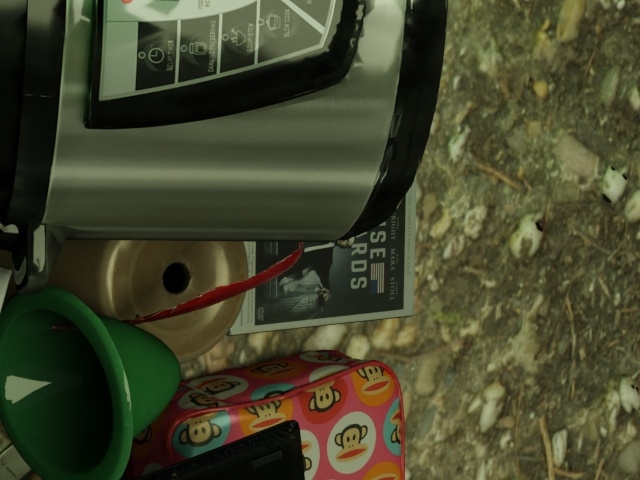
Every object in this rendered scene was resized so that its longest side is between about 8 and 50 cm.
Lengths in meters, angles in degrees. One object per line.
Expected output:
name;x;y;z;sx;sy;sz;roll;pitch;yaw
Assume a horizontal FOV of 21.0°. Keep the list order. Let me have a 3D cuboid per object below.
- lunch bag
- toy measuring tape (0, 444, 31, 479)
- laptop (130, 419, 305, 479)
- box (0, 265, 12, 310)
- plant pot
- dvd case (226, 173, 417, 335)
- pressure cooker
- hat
lunch bag;-0.048;0.256;1.734;0.293;0.120;0.258;-11;103;-35
toy measuring tape;-0.308;0.253;1.549;0.330;0.121;0.121;-39;117;-26
laptop;-0.218;0.370;1.527;0.382;0.236;0.407;-18;112;-34
box;-0.385;0.105;1.381;0.127;0.262;0.231;16;86;-37
plant pot;-0.183;0.018;1.539;0.263;0.229;0.263;-5;98;-36
dvd case;0.000;0.000;1.792;0.239;0.030;0.179;-4;99;-35
pressure cooker;-0.149;-0.172;1.301;0.421;0.369;0.375;2;131;-16
hat;-0.138;0.100;1.412;0.184;0.209;0.173;-17;103;-44
